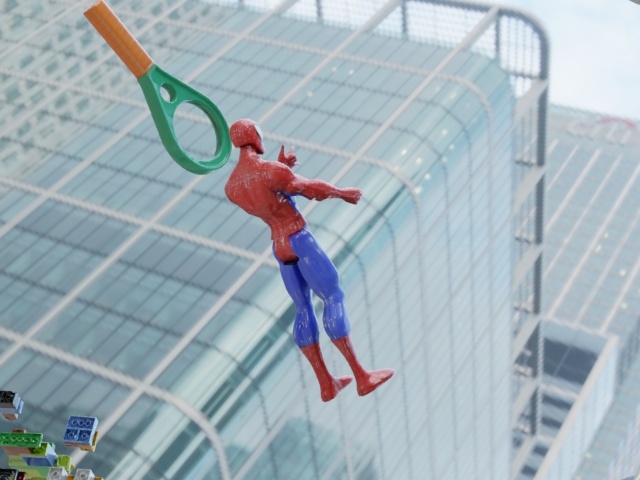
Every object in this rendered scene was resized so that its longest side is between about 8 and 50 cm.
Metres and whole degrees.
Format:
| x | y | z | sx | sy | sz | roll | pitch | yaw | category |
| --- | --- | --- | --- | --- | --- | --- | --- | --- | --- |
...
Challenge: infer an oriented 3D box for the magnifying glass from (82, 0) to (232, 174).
| x | y | z | sx | sy | sz | roll | pitch | yaw | category |
| --- | --- | --- | --- | --- | --- | --- | --- | --- | --- |
| -0.181 | -0.171 | 1.250 | 0.026 | 0.092 | 0.231 | -17 | -60 | 40 | magnifying glass |

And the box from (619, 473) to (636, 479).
| x | y | z | sx | sy | sz | roll | pitch | yaw | category |
| --- | --- | --- | --- | --- | --- | --- | --- | --- | --- |
| 0.411 | 0.424 | 1.605 | 0.045 | 0.184 | 0.191 | 43 | -55 | 39 | box |

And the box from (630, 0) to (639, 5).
| x | y | z | sx | sy | sz | roll | pitch | yaw | category |
| --- | --- | --- | --- | --- | --- | --- | --- | --- | --- |
| 0.208 | -0.213 | 0.513 | 0.067 | 0.063 | 0.324 | 23 | -17 | -4 | box |

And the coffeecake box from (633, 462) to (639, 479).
| x | y | z | sx | sy | sz | roll | pitch | yaw | category |
| --- | --- | --- | --- | --- | --- | --- | --- | --- | --- |
| 0.361 | 0.172 | 0.943 | 0.142 | 0.185 | 0.068 | 36 | -33 | -6 | coffeecake box |

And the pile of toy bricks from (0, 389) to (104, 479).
| x | y | z | sx | sy | sz | roll | pitch | yaw | category |
| --- | --- | --- | --- | --- | --- | --- | --- | --- | --- |
| -0.335 | 0.249 | 1.275 | 0.212 | 0.118 | 0.105 | 3 | -36 | 9 | pile of toy bricks |

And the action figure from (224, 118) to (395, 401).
| x | y | z | sx | sy | sz | roll | pitch | yaw | category |
| --- | --- | --- | --- | --- | --- | --- | --- | --- | --- |
| 0.000 | 0.000 | 1.086 | 0.091 | 0.139 | 0.280 | -17 | -77 | 44 | action figure |
